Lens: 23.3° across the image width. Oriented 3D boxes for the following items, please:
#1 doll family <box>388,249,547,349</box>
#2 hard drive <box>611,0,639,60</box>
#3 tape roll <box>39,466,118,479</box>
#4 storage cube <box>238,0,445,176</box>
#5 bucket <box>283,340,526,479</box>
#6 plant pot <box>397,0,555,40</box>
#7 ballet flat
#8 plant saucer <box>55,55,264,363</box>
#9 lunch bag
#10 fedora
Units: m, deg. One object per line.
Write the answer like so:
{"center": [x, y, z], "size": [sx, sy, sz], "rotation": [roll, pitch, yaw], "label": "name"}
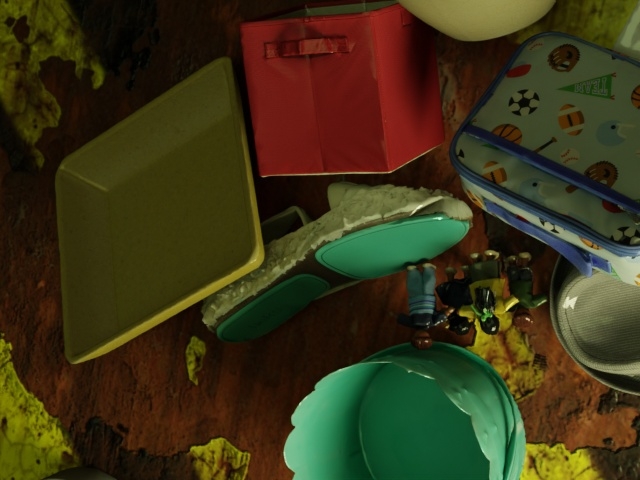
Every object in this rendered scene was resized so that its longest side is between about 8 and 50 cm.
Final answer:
{"center": [0.181, 0.078, 1.922], "size": [0.193, 0.076, 0.111], "rotation": [-14, 65, 30], "label": "doll family"}
{"center": [0.515, -0.223, 1.753], "size": [0.319, 0.040, 0.210], "rotation": [34, 111, 19], "label": "hard drive"}
{"center": [-0.354, 0.444, 2.265], "size": [0.219, 0.072, 0.219], "rotation": [4, 98, 27], "label": "tape roll"}
{"center": [0.032, -0.192, 1.908], "size": [0.184, 0.215, 0.193], "rotation": [-1, 103, 26], "label": "storage cube"}
{"center": [0.116, 0.263, 1.943], "size": [0.281, 0.183, 0.281], "rotation": [4, 99, 25], "label": "bucket"}
{"center": [0.183, -0.345, 1.798], "size": [0.284, 0.284, 0.191], "rotation": [-8, 121, 27], "label": "plant pot"}
{"center": [0.000, 0.000, 1.998], "size": [0.409, 0.147, 0.147], "rotation": [-26, 85, 27], "label": "ballet flat"}
{"center": [-0.202, -0.029, 2.055], "size": [0.333, 0.081, 0.332], "rotation": [-29, 51, 27], "label": "plant saucer"}
{"center": [0.313, -0.091, 1.770], "size": [0.303, 0.115, 0.243], "rotation": [29, 72, 30], "label": "lunch bag"}
{"center": [0.386, 0.073, 1.813], "size": [0.275, 0.124, 0.243], "rotation": [-7, 95, 27], "label": "fedora"}
